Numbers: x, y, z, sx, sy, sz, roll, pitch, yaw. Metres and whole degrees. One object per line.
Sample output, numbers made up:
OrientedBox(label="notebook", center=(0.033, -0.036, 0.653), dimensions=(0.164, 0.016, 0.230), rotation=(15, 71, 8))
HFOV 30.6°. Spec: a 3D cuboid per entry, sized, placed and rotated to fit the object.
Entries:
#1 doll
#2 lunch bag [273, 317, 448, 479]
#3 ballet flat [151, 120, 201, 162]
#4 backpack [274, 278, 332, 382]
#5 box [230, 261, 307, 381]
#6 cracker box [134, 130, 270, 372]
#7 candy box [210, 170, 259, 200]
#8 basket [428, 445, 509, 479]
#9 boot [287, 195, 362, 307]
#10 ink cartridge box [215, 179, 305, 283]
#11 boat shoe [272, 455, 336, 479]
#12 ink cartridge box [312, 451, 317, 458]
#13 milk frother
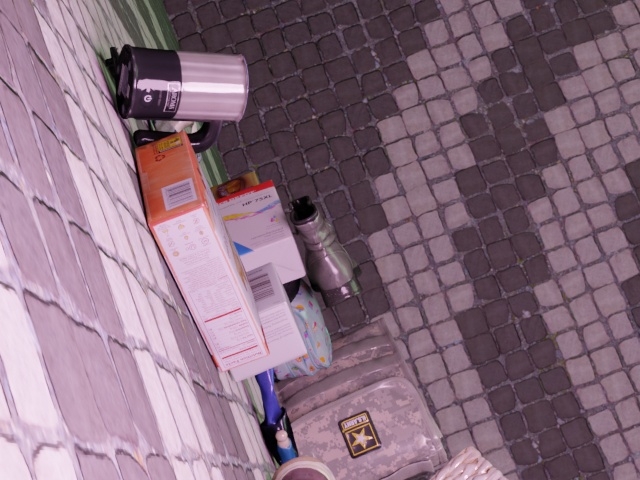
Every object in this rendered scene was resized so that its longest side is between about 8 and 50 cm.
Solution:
OrientedBox(label="doll", center=(-0.057, 0.251, 1.579), dimensions=(0.129, 0.046, 0.189), rotation=(178, -102, -79))
OrientedBox(label="lunch bag", center=(0.056, 0.295, 1.896), dimensions=(0.287, 0.235, 0.169), rotation=(-115, -179, -55))
OrientedBox(label="ballet flat", center=(-0.207, -0.162, 1.645), dimensions=(0.070, 0.070, 0.188), rotation=(70, -2, -52))
OrientedBox(label="backpack", center=(-0.053, 0.137, 1.854), dimensions=(0.152, 0.115, 0.182), rotation=(-65, 140, -58))
OrientedBox(label="box", center=(-0.083, 0.101, 1.466), dimensions=(0.101, 0.102, 0.087), rotation=(-114, -179, -57))
OrientedBox(label="cracker box", center=(-0.132, 0.014, 1.324), dimensions=(0.155, 0.067, 0.232), rotation=(-111, -178, -51))
OrientedBox(label="candy box", center=(-0.151, -0.053, 2.134), dimensions=(0.186, 0.109, 0.053), rotation=(-111, -179, -64))
OrientedBox(label="basket", center=(0.242, 0.561, 1.811), dimensions=(0.266, 0.331, 0.328), rotation=(40, -12, 47))
OrientedBox(label="boot", center=(0.000, 0.000, 1.812), dimensions=(0.246, 0.083, 0.161), rotation=(-127, -167, -80))
OrientedBox(label="ink cartridge box", center=(-0.115, -0.011, 1.814), dimensions=(0.231, 0.134, 0.078), rotation=(-113, -177, -57))
OrientedBox(label="boat shoe", center=(0.025, 0.395, 1.398), dimensions=(0.092, 0.103, 0.285), rotation=(-94, 160, -75))
OrientedBox(label="ink cartridge box", center=(0.008, 0.393, 1.562), dimensions=(0.145, 0.045, 0.179), rotation=(63, 9, -54))
OrientedBox(label="milk frother", center=(-0.172, -0.185, 1.357), dimensions=(0.129, 0.135, 0.143), rotation=(116, -34, -44))
